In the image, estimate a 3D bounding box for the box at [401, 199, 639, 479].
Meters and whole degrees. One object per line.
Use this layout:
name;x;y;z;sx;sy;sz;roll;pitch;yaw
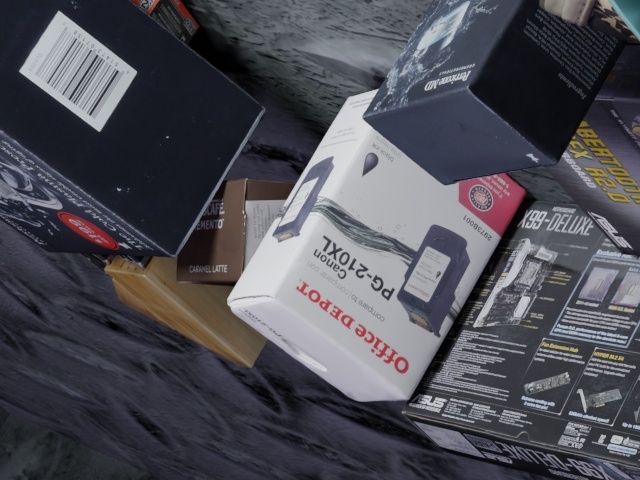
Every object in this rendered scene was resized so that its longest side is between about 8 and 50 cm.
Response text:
box;0.246;0.091;1.728;0.307;0.242;0.076;7;150;49

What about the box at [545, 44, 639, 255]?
box;0.263;-0.066;1.587;0.183;0.056;0.231;9;152;49

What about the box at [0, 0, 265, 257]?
box;-0.287;-0.146;1.896;0.343;0.179;0.312;37;164;-24

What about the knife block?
knife block;-0.188;0.031;2.483;0.275;0.088;0.242;28;162;11

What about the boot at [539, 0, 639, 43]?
boot;0.295;-0.154;1.176;0.284;0.138;0.377;32;165;1

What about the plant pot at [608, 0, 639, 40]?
plant pot;0.262;-0.207;0.863;0.293;0.235;0.293;50;164;21

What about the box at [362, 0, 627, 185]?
box;0.135;-0.134;1.447;0.093;0.158;0.156;38;160;-20

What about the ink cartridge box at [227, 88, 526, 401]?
ink cartridge box;0.052;0.006;1.810;0.172;0.237;0.100;37;161;-20

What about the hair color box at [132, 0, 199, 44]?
hair color box;-0.193;-0.224;1.900;0.141;0.043;0.072;20;160;33

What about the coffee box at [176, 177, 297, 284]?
coffee box;0.000;0.000;1.924;0.246;0.098;0.141;4;176;-31
